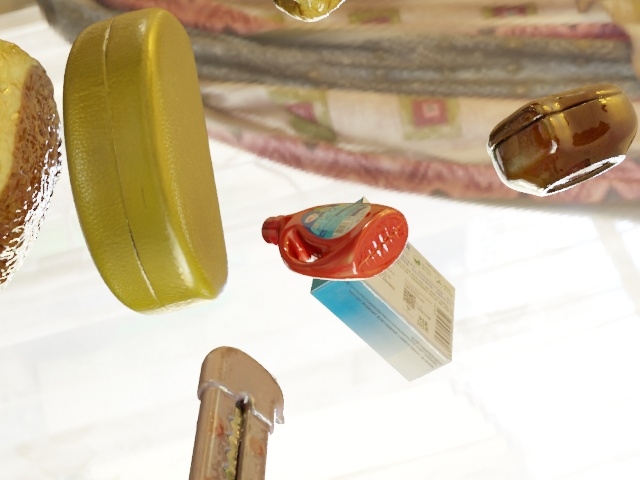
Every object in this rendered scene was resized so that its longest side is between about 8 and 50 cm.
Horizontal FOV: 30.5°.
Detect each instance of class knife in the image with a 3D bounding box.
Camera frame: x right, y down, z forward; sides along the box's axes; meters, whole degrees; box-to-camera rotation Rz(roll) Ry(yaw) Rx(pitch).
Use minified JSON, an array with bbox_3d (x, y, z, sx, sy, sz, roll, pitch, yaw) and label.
[{"bbox_3d":[-0.069,0.196,0.867,0.132,0.038,0.399,43,21,-20],"label":"knife"}]

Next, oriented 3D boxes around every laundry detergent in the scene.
[{"bbox_3d":[0.000,0.000,1.094,0.165,0.097,0.049,4,-52,48],"label":"laundry detergent"}]

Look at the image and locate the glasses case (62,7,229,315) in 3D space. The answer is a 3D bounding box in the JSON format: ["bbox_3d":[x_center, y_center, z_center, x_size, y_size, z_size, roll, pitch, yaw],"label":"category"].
[{"bbox_3d":[-0.220,-0.095,1.420,0.173,0.141,0.371,16,62,-73],"label":"glasses case"}]

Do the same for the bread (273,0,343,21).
[{"bbox_3d":[0.022,-0.336,1.284,0.083,0.211,0.114,44,-5,-39],"label":"bread"}]

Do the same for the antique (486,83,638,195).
[{"bbox_3d":[0.381,-0.157,1.824,0.278,0.223,0.129,-9,72,-56],"label":"antique"}]

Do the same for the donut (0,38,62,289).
[{"bbox_3d":[-0.246,-0.049,0.786,0.295,0.151,0.112,49,31,-60],"label":"donut"}]

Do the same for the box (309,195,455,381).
[{"bbox_3d":[0.082,0.061,1.460,0.194,0.073,0.139,43,34,-26],"label":"box"}]
